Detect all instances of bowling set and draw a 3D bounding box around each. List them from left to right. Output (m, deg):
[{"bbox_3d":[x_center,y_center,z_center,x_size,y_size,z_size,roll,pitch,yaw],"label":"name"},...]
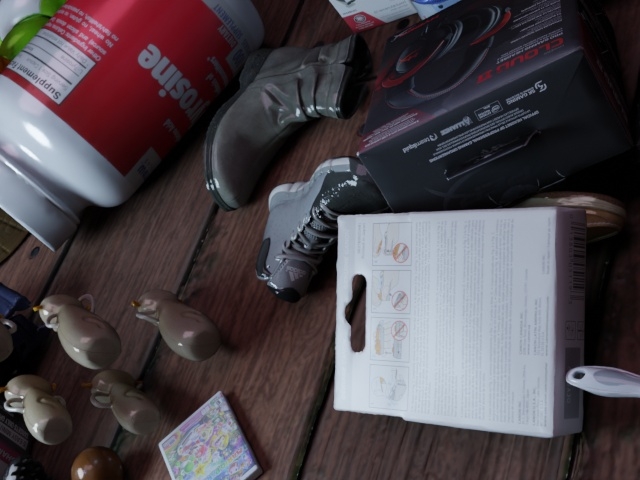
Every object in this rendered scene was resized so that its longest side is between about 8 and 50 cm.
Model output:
[{"bbox_3d":[-0.260,0.154,1.153,0.154,0.287,0.200,27,109,57],"label":"bowling set"}]

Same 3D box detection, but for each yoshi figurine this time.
[{"bbox_3d":[-0.376,-0.369,1.530,0.362,0.203,0.203,-46,-2,-14],"label":"yoshi figurine"}]

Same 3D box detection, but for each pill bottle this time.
[{"bbox_3d":[-0.280,-0.195,1.444,0.408,0.229,0.229,-51,38,-8],"label":"pill bottle"}]

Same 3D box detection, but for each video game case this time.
[{"bbox_3d":[-0.111,0.214,1.088,0.087,0.011,0.122,-41,38,4],"label":"video game case"}]

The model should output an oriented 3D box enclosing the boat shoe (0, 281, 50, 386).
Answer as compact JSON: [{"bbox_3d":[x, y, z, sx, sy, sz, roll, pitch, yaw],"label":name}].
[{"bbox_3d":[-0.483,0.129,1.435,0.340,0.127,0.158,9,46,45],"label":"boat shoe"}]

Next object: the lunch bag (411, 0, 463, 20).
[{"bbox_3d":[0.229,-0.344,1.205,0.303,0.115,0.243,-25,40,14],"label":"lunch bag"}]

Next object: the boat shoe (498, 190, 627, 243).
[{"bbox_3d":[0.185,0.004,0.987,0.190,0.068,0.072,-10,63,45],"label":"boat shoe"}]

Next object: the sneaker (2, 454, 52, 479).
[{"bbox_3d":[-0.319,0.324,1.119,0.106,0.078,0.234,-32,41,11],"label":"sneaker"}]

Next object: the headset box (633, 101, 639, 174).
[{"bbox_3d":[0.313,-0.090,0.974,0.062,0.032,0.083,-12,49,35],"label":"headset box"}]

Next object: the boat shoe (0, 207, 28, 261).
[{"bbox_3d":[-0.463,-0.075,1.598,0.341,0.121,0.110,-51,26,-13],"label":"boat shoe"}]

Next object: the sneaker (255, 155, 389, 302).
[{"bbox_3d":[0.000,0.000,1.118,0.228,0.086,0.132,-20,48,64],"label":"sneaker"}]

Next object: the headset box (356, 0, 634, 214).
[{"bbox_3d":[0.164,-0.137,1.030,0.218,0.110,0.293,-24,26,24],"label":"headset box"}]

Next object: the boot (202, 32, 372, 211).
[{"bbox_3d":[-0.036,-0.149,1.309,0.161,0.083,0.247,-2,55,33],"label":"boot"}]

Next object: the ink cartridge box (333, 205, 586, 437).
[{"bbox_3d":[0.113,0.065,0.930,0.224,0.056,0.181,-1,86,43],"label":"ink cartridge box"}]

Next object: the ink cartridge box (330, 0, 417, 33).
[{"bbox_3d":[0.050,-0.329,1.347,0.099,0.135,0.056,-13,48,34],"label":"ink cartridge box"}]

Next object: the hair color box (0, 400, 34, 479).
[{"bbox_3d":[-0.435,0.315,1.153,0.105,0.174,0.347,-16,46,29],"label":"hair color box"}]

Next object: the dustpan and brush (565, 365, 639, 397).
[{"bbox_3d":[0.280,0.118,0.787,0.211,0.060,0.147,0,56,42],"label":"dustpan and brush"}]
